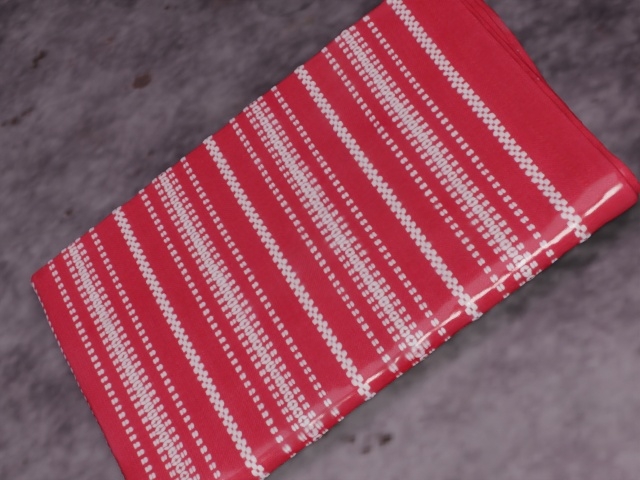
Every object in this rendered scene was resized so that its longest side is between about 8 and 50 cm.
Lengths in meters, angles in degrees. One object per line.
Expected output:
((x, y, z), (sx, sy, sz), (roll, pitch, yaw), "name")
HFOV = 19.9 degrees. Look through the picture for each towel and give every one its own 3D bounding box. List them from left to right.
((0.000, 0.000, 0.879), (0.275, 0.031, 0.199), (-37, 46, 3), "towel")
